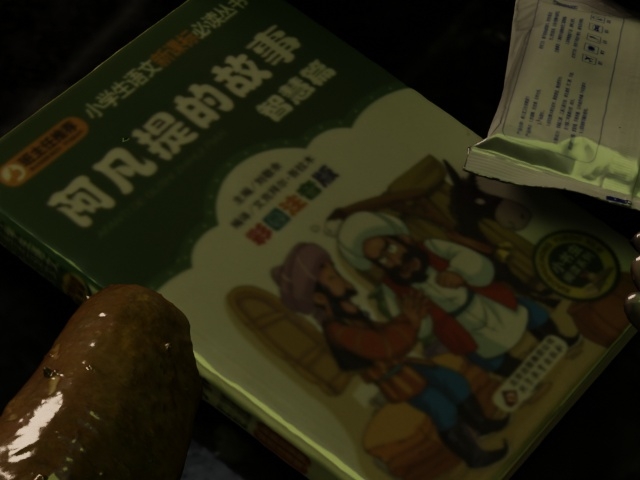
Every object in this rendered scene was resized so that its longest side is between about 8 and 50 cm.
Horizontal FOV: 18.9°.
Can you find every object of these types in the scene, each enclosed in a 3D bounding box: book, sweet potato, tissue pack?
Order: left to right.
[{"bbox_3d":[-0.102,0.111,0.709,0.077,0.077,0.244,21,49,3],"label":"sweet potato"},{"bbox_3d":[0.000,0.000,0.856,0.264,0.027,0.202,36,52,15],"label":"book"},{"bbox_3d":[0.143,-0.070,0.929,0.122,0.026,0.193,17,36,4],"label":"tissue pack"}]

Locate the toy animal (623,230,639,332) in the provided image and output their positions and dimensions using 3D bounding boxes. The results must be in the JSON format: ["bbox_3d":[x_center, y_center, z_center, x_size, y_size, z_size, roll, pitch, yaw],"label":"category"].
[{"bbox_3d":[0.175,0.186,0.610,0.302,0.225,0.284,24,20,-31],"label":"toy animal"}]
